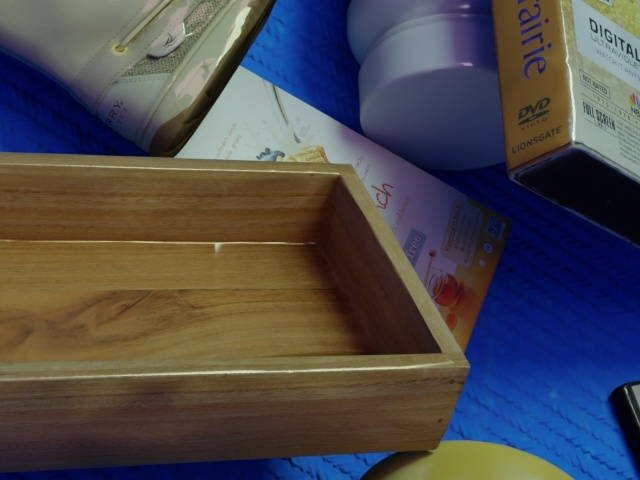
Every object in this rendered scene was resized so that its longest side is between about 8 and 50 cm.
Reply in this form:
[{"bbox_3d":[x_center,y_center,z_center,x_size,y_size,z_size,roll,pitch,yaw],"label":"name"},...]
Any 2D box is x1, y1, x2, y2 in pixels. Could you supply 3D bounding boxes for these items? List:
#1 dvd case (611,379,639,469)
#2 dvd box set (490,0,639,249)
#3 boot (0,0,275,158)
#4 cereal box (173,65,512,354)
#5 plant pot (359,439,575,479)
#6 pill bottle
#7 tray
[{"bbox_3d":[0.330,0.206,1.127,0.180,0.022,0.253,-9,68,-27],"label":"dvd case"},{"bbox_3d":[0.227,-0.192,1.128,0.308,0.062,0.420,22,56,-43],"label":"dvd box set"},{"bbox_3d":[-0.125,-0.203,1.058,0.203,0.095,0.262,29,67,0],"label":"boot"},{"bbox_3d":[0.000,0.000,1.078,0.240,0.047,0.173,29,56,-7],"label":"cereal box"},{"bbox_3d":[0.073,0.253,0.872,0.254,0.254,0.239,26,40,-9],"label":"plant pot"},{"bbox_3d":[0.101,-0.206,1.165,0.161,0.161,0.283,12,59,-18],"label":"pill bottle"},{"bbox_3d":[-0.144,0.036,0.875,0.411,0.076,0.203,1,36,-24],"label":"tray"}]
